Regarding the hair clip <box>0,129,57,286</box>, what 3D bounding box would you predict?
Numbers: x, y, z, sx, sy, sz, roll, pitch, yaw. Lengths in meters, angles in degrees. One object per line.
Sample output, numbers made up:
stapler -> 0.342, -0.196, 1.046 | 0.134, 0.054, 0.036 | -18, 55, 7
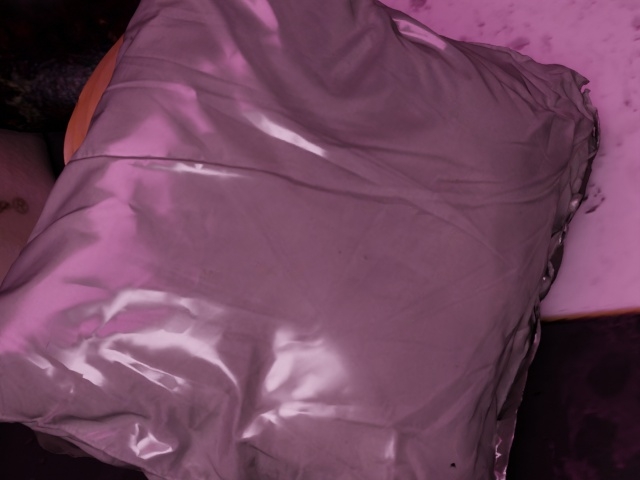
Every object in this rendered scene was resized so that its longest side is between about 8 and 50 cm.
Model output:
hair clip -> -0.277, -0.004, 0.883 | 0.113, 0.172, 0.282 | -20, 57, 47

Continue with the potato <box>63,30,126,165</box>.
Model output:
potato -> -0.061, -0.087, 0.795 | 0.234, 0.146, 0.150 | -52, 1, -8

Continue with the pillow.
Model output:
pillow -> 0.000, 0.000, 0.647 | 0.283, 0.138, 0.310 | 24, 70, -3

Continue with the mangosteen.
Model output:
mangosteen -> -0.202, -0.214, 0.922 | 0.288, 0.288, 0.288 | -18, 50, 23
